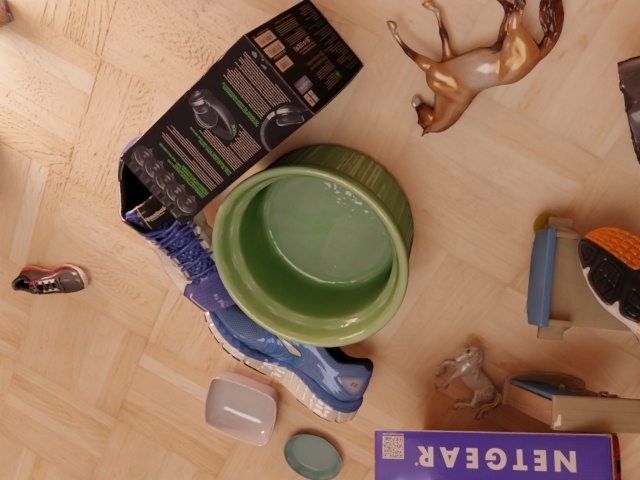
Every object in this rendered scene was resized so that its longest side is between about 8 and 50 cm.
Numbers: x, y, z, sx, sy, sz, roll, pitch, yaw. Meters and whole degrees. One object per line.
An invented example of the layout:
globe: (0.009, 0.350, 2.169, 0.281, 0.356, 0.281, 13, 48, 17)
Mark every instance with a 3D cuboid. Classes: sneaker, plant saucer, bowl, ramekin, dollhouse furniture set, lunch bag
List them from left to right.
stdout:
lunch bag: (-0.549, -0.358, 1.206, 0.071, 0.083, 0.053, -7, 115, 23)
sneaker: (-0.521, 0.086, 1.446, 0.158, 0.065, 0.061, -2, 116, 20)
sneaker: (-0.237, -0.016, 1.192, 0.128, 0.182, 0.315, -29, 99, 3)
bowl: (-0.146, 0.316, 1.448, 0.142, 0.053, 0.142, 19, 121, 9)
sneaker: (-0.051, 0.166, 1.309, 0.330, 0.130, 0.147, 32, 100, 8)
plant saucer: (-0.013, 0.419, 1.476, 0.120, 0.021, 0.119, 9, 120, 15)
ramekin: (0.000, 0.000, 1.170, 0.304, 0.148, 0.303, 8, 120, 15)
dollhouse furniture set: (0.429, 0.120, 1.137, 0.287, 0.198, 0.303, 4, 88, -7)
sneaker: (0.433, 0.100, 0.997, 0.099, 0.121, 0.262, -35, 69, -2)

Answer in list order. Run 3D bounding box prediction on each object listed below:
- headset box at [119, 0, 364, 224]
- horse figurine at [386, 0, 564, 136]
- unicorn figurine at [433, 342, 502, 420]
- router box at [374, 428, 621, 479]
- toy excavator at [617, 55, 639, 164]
headset box: (-0.110, -0.177, 1.054, 0.283, 0.246, 0.131, -36, 101, 30)
horse figurine: (0.213, -0.256, 1.008, 0.263, 0.066, 0.174, -20, 104, 29)
unicorn figurine: (0.247, 0.230, 1.268, 0.111, 0.060, 0.162, -34, 118, 30)
router box: (0.288, 0.341, 1.178, 0.336, 0.301, 0.082, -4, 75, 21)
toy excavator: (0.530, -0.006, 0.919, 0.223, 0.433, 0.444, -13, 84, 25)
